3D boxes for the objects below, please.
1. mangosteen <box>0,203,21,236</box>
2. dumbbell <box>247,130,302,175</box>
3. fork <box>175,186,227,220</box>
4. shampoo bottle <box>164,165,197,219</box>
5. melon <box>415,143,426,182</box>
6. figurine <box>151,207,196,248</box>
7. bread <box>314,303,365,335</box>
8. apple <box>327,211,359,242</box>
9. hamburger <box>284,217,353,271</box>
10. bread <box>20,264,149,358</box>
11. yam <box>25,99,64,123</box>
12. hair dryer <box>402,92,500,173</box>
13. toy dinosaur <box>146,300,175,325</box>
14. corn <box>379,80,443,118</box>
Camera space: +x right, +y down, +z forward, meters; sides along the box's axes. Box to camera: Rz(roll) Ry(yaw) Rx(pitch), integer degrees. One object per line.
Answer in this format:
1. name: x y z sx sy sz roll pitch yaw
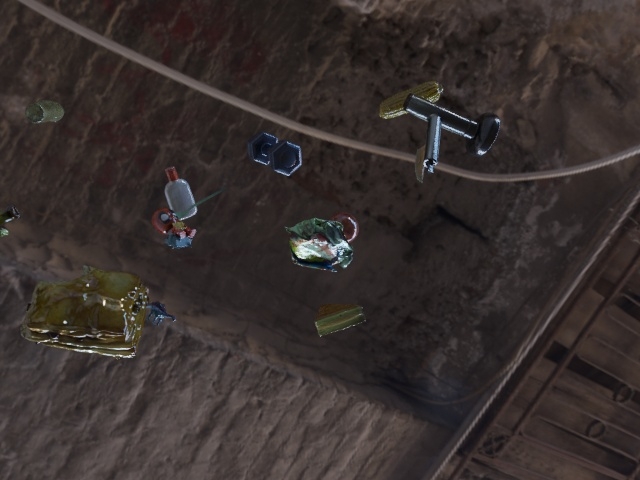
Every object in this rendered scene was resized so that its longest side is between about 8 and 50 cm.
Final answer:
1. mangosteen: -1.026 -0.009 1.546 0.289 0.231 0.231 -33 -178 -42
2. dumbbell: -0.213 -0.402 2.396 0.160 0.144 0.325 -45 -146 -9
3. fork: -0.411 -0.115 1.741 0.235 0.021 0.039 -27 -112 0
4. shampoo bottle: -0.595 -0.200 2.196 0.108 0.221 0.051 -26 -153 -26
5. melon: 0.452 -0.332 2.329 0.098 0.054 0.182 132 -28 -77
6. figurine: -0.395 -0.034 1.397 0.140 0.068 0.075 37 -58 28
7. bread: 0.063 0.254 1.670 0.139 0.074 0.084 -1 -148 21
8. apple: 0.099 -0.051 2.411 0.153 0.153 0.120 -44 -155 33
9. hamburger: 0.008 0.000 2.060 0.276 0.260 0.150 -7 -140 29
10. bread: -0.748 0.213 1.737 0.191 0.370 0.314 -48 -149 35
11. yam: -0.982 -0.461 1.874 0.083 0.083 0.371 -61 -159 3
12. hair dryer: 0.422 -0.325 1.761 0.155 0.320 0.284 152 -53 -71
13. toy dinosaur: -0.601 0.265 1.928 0.197 0.045 0.080 21 -104 32
14. corn: 0.317 -0.495 1.854 0.238 0.080 0.080 -17 -133 24
